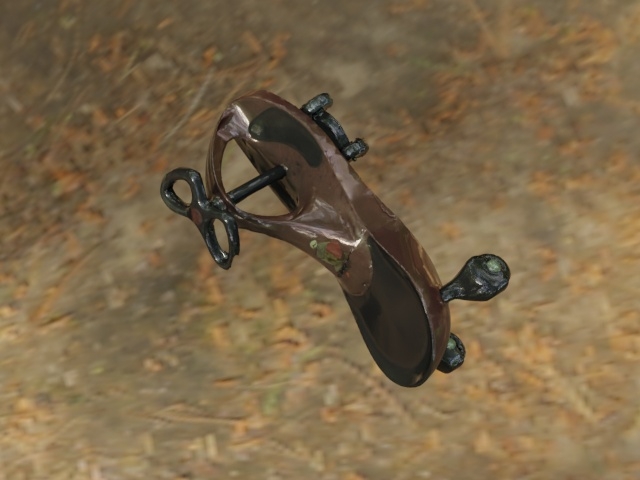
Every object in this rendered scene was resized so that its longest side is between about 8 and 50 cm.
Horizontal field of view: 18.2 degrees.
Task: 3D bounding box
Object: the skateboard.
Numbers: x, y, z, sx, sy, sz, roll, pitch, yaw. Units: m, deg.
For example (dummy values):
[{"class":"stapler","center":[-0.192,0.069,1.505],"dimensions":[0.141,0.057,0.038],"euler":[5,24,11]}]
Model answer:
[{"class":"skateboard","center":[0.000,0.000,0.833],"dimensions":[0.080,0.067,0.151],"euler":[-29,67,-33]}]
